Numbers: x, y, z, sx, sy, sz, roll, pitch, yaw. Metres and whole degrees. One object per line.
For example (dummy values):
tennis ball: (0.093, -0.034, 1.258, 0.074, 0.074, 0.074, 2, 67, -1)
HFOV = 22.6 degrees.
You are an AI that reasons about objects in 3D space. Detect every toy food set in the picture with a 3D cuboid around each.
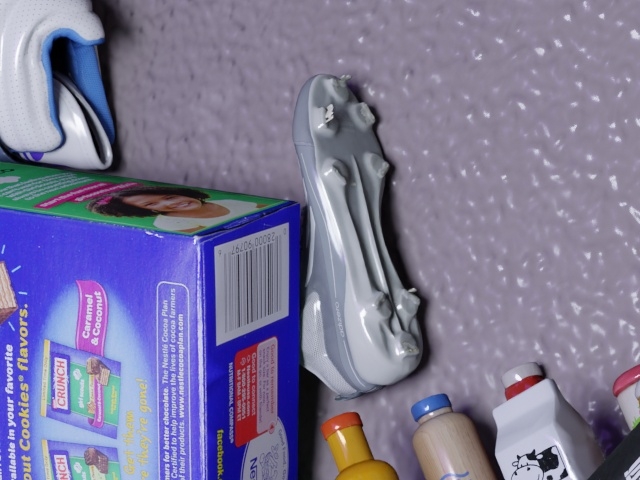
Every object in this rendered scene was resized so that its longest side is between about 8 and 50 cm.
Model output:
toy food set: (0.116, 0.105, 0.896, 0.232, 0.111, 0.104, -35, 66, 31)

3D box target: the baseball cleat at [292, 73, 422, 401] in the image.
baseball cleat: (0.000, 0.000, 1.024, 0.109, 0.072, 0.205, -28, 66, 40)

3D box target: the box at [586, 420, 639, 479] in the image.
box: (0.204, 0.159, 0.790, 0.180, 0.147, 0.077, -54, 22, 22)

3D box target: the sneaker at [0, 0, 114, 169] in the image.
sneaker: (-0.273, -0.069, 1.195, 0.236, 0.130, 0.322, 29, 111, 18)

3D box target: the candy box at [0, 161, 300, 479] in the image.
candy box: (-0.174, 0.095, 1.049, 0.317, 0.122, 0.268, 8, 105, 29)
